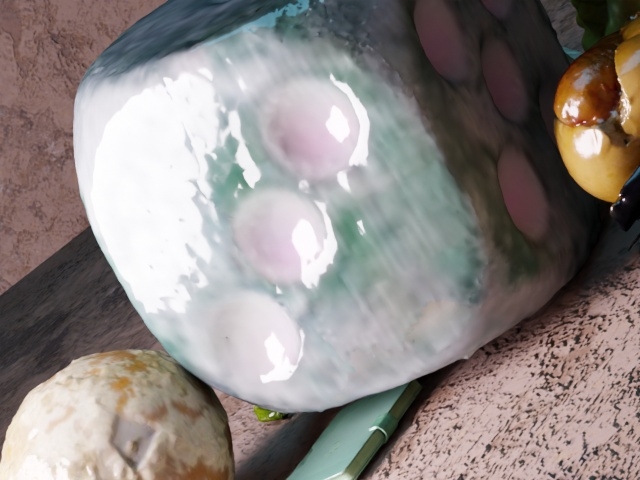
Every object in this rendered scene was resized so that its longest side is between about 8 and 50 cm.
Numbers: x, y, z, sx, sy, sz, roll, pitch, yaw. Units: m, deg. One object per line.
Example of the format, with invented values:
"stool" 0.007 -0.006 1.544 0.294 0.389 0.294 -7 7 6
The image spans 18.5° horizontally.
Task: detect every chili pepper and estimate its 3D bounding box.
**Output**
"chili pepper" -0.046 0.156 1.825 0.030 0.017 0.083 -39 15 -13

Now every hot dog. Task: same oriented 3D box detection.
"hot dog" 0.246 -0.101 1.503 0.194 0.107 0.326 -55 -12 6

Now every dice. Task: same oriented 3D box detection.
"dice" 0.021 -0.070 1.647 0.328 0.348 0.330 -20 19 29

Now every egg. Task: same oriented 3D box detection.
"egg" -0.166 0.185 1.639 0.195 0.195 0.233 -31 3 28

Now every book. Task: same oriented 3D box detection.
"book" 0.023 0.164 1.584 0.103 0.017 0.135 -30 13 42

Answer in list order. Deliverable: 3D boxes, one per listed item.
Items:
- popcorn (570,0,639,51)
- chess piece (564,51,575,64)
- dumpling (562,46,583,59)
"popcorn" 0.341 -0.293 1.790 0.312 0.312 0.312 -36 12 8
"chess piece" 0.157 -0.179 1.826 0.167 0.299 0.167 -35 10 7
"dumpling" 0.211 -0.131 2.024 0.108 0.153 0.219 95 -164 -45
